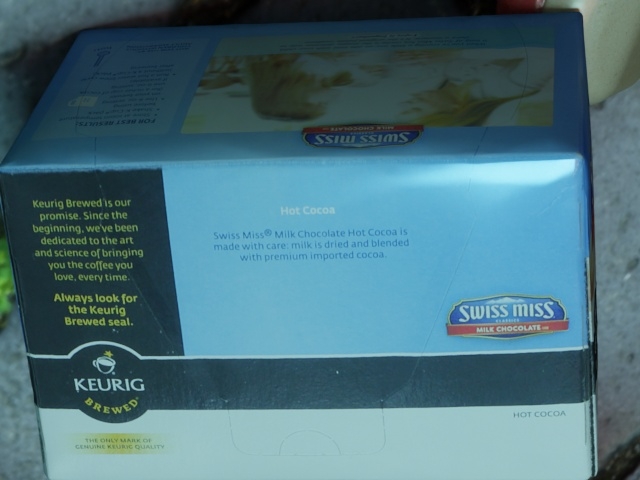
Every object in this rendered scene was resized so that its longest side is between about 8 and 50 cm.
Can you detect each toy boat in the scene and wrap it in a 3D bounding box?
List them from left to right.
[{"bbox_3d":[0.168,-0.187,1.347,0.151,0.151,0.231,-69,165,15],"label":"toy boat"}]

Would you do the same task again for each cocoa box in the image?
[{"bbox_3d":[0.000,0.000,1.205,0.347,0.231,0.228,-1,118,8],"label":"cocoa box"}]
